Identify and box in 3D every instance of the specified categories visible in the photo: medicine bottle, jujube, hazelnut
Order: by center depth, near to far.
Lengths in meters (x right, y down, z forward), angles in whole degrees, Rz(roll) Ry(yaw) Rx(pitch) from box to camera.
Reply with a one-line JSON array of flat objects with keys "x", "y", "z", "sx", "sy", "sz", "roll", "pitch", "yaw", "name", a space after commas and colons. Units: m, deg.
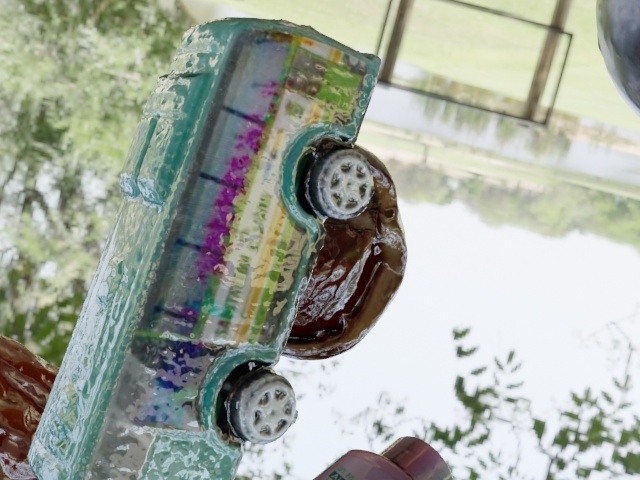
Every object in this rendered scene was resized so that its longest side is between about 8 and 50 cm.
[{"x": -0.267, "y": 0.186, "z": 0.872, "sx": 0.174, "sy": 0.174, "sz": 0.250, "roll": 20, "pitch": 149, "yaw": 49, "name": "jujube"}, {"x": -0.008, "y": 0.001, "z": 0.937, "sx": 0.170, "sy": 0.202, "sz": 0.160, "roll": -11, "pitch": -167, "yaw": 2, "name": "hazelnut"}, {"x": 0.039, "y": 0.263, "z": 0.951, "sx": 0.119, "sy": 0.094, "sz": 0.188, "roll": 42, "pitch": -133, "yaw": 18, "name": "medicine bottle"}]

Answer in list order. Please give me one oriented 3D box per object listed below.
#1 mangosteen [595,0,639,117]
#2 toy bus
[{"x": 0.388, "y": -0.206, "z": 0.887, "sx": 0.311, "sy": 0.311, "sz": 0.311, "roll": 14, "pitch": -175, "yaw": -1, "name": "mangosteen"}, {"x": -0.055, "y": 0.014, "z": 0.515, "sx": 0.109, "sy": 0.262, "sz": 0.091, "roll": 21, "pitch": 175, "yaw": -33, "name": "toy bus"}]
